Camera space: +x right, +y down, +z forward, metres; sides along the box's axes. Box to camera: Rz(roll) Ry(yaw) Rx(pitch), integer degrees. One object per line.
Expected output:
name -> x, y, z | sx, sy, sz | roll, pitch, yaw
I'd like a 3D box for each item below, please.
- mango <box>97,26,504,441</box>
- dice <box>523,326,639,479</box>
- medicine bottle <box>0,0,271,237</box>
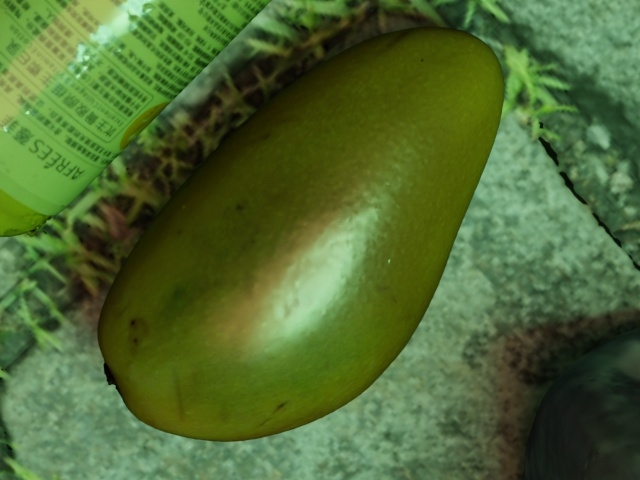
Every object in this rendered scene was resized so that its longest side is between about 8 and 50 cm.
mango -> 0.000, 0.000, 0.708 | 0.138, 0.113, 0.253 | 42, 92, -12
dice -> 0.256, 0.196, 0.710 | 0.270, 0.271, 0.270 | -6, 108, -4
medicine bottle -> -0.109, -0.108, 0.657 | 0.239, 0.124, 0.124 | -44, 106, 8
